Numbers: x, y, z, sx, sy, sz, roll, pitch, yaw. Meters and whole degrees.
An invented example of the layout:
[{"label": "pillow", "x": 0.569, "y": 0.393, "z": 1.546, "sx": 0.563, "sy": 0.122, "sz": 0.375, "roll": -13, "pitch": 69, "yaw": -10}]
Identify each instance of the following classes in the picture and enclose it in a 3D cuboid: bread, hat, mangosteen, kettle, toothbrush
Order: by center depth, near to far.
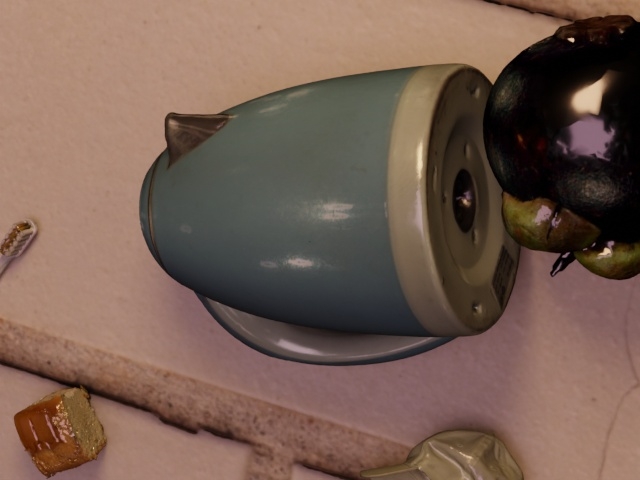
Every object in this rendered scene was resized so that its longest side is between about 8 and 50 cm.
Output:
[{"label": "mangosteen", "x": 0.252, "y": -0.082, "z": 1.592, "sx": 0.243, "sy": 0.243, "sz": 0.243, "roll": 4, "pitch": 102, "yaw": 17}, {"label": "kettle", "x": 0.000, "y": 0.000, "z": 1.697, "sx": 0.342, "sy": 0.247, "sz": 0.319, "roll": -3, "pitch": 126, "yaw": 26}, {"label": "hat", "x": 0.126, "y": 0.238, "z": 1.781, "sx": 0.166, "sy": 0.081, "sz": 0.122, "roll": -10, "pitch": 137, "yaw": 34}, {"label": "bread", "x": -0.275, "y": 0.202, "z": 1.890, "sx": 0.070, "sy": 0.076, "sz": 0.083, "roll": -25, "pitch": 94, "yaw": 17}, {"label": "toothbrush", "x": -0.402, "y": 0.107, "z": 1.936, "sx": 0.025, "sy": 0.030, "sz": 0.342, "roll": 42, "pitch": 112, "yaw": 10}]
